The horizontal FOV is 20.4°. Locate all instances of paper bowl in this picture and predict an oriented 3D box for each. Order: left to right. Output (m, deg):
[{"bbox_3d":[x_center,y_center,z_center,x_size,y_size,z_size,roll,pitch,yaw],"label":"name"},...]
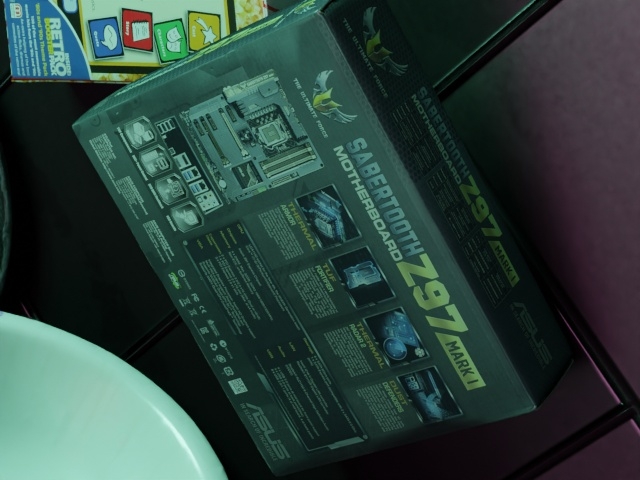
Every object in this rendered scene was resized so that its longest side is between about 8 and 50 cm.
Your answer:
[{"bbox_3d":[-0.201,0.178,1.013,0.284,0.284,0.148,40,124,20],"label":"paper bowl"}]

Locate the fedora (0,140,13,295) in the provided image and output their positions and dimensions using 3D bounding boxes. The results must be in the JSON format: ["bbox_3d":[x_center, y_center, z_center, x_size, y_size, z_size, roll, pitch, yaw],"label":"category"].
[{"bbox_3d":[-0.362,-0.037,1.141,0.334,0.152,0.334,10,110,31],"label":"fedora"}]

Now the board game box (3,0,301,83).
[{"bbox_3d":[-0.097,-0.160,0.988,0.193,0.045,0.146,6,107,34],"label":"board game box"}]

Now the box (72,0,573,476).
[{"bbox_3d":[0.000,0.000,0.930,0.183,0.059,0.232,-20,106,39],"label":"box"}]
